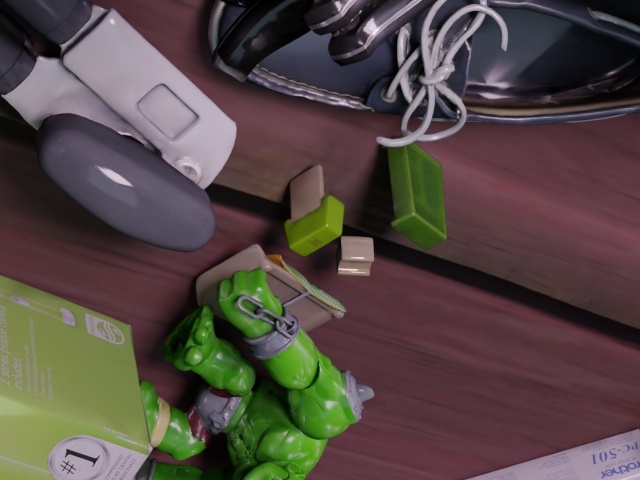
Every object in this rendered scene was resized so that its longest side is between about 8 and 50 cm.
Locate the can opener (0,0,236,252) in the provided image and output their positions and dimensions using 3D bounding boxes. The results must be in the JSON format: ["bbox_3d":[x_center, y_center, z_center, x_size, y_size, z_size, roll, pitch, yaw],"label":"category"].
[{"bbox_3d":[-0.147,-0.099,0.729,0.076,0.095,0.283,-40,123,12],"label":"can opener"}]

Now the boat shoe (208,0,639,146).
[{"bbox_3d":[0.070,-0.100,0.793,0.254,0.079,0.095,4,122,-17],"label":"boat shoe"}]

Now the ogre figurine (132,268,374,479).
[{"bbox_3d":[-0.051,0.107,0.891,0.118,0.097,0.197,28,104,-17],"label":"ogre figurine"}]

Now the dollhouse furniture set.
[{"bbox_3d":[0.000,0.000,0.876,0.152,0.058,0.076,-30,135,30],"label":"dollhouse furniture set"}]

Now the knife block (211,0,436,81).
[{"bbox_3d":[0.046,-0.179,0.495,0.242,0.275,0.088,0,141,41],"label":"knife block"}]

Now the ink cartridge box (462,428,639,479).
[{"bbox_3d":[0.133,0.206,1.031,0.207,0.046,0.097,-16,124,-4],"label":"ink cartridge box"}]

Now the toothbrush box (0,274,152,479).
[{"bbox_3d":[-0.267,0.107,0.819,0.283,0.122,0.206,25,113,-25],"label":"toothbrush box"}]
